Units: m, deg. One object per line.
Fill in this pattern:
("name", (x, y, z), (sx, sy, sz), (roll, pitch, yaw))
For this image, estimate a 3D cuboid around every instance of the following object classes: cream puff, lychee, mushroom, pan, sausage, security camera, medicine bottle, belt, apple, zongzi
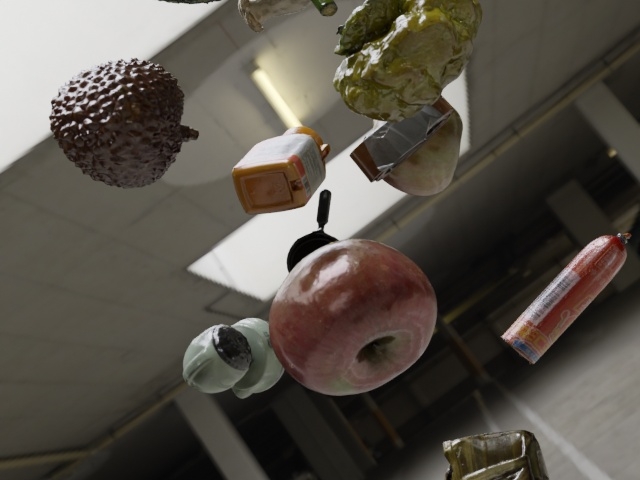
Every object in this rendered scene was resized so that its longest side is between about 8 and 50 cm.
("cream puff", (0.126, -0.331, 1.592), (0.282, 0.185, 0.282), (-43, 26, 27))
("lychee", (-0.397, -0.240, 1.966), (0.304, 0.276, 0.276), (5, -29, -18))
("mushroom", (-0.090, -0.561, 2.217), (0.212, 0.088, 0.097), (-22, -19, 10))
("pan", (0.000, 0.000, 2.136), (0.136, 0.235, 0.028), (7, -15, 6))
("sausage", (0.416, 0.085, 1.596), (0.274, 0.074, 0.074), (-47, -13, -2))
("security camera", (-0.231, 0.299, 2.459), (0.191, 0.197, 0.277), (-38, -21, 26))
("medicine bottle", (-0.073, -0.151, 1.999), (0.149, 0.112, 0.222), (-7, 26, 23))
("belt", (0.193, -0.250, 2.248), (0.261, 0.105, 0.184), (-39, -5, -12))
("apple", (0.242, -0.242, 2.465), (0.234, 0.257, 0.257), (6, -12, 5))
("zongzi", (0.234, 0.401, 1.160), (0.134, 0.288, 0.286), (-15, -30, 5))
("apple", (0.059, 0.150, 1.974), (0.344, 0.269, 0.345), (-15, -48, -18))

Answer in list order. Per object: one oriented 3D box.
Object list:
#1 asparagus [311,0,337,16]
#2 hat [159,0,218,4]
("asparagus", (-0.022, -0.552, 2.070), (0.045, 0.178, 0.041), (-12, -32, -35))
("hat", (-0.227, -0.444, 1.401), (0.265, 0.265, 0.128), (-25, -45, -40))
